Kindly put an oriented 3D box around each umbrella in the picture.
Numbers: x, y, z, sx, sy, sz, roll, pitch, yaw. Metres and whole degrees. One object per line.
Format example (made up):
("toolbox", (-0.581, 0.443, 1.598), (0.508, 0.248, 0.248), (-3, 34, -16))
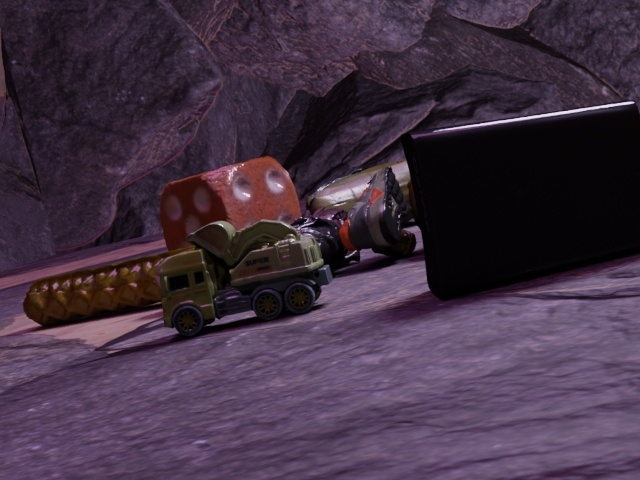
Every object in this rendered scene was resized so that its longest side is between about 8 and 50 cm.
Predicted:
("umbrella", (0.000, 0.000, 1.836), (0.094, 0.090, 0.326), (-16, 3, 10))

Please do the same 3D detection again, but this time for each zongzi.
("zongzi", (0.122, 0.004, 1.818), (0.083, 0.040, 0.076), (5, 0, -35))
("zongzi", (0.069, -0.062, 2.353), (0.228, 0.115, 0.256), (-19, -1, -12))

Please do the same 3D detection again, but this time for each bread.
("bread", (-0.279, 0.063, 1.926), (0.368, 0.084, 0.077), (-13, -41, 27))

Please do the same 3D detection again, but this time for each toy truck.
("toy truck", (-0.088, 0.032, 1.480), (0.191, 0.116, 0.085), (-12, 3, 9))

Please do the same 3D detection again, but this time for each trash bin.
("trash bin", (0.209, -0.047, 1.332), (0.226, 0.165, 0.115), (-11, 3, -1))

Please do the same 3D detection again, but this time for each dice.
("dice", (-0.144, -0.036, 2.195), (0.175, 0.179, 0.174), (-15, 2, 44))

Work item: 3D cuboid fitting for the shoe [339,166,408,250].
("shoe", (0.069, -0.042, 1.797), (0.077, 0.074, 0.194), (-20, 19, 15))

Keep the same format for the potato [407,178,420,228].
("potato", (0.181, -0.055, 1.768), (0.137, 0.137, 0.176), (-13, 6, -5))

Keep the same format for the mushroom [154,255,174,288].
("mushroom", (-0.185, 0.058, 1.787), (0.084, 0.067, 0.083), (23, 10, -4))
